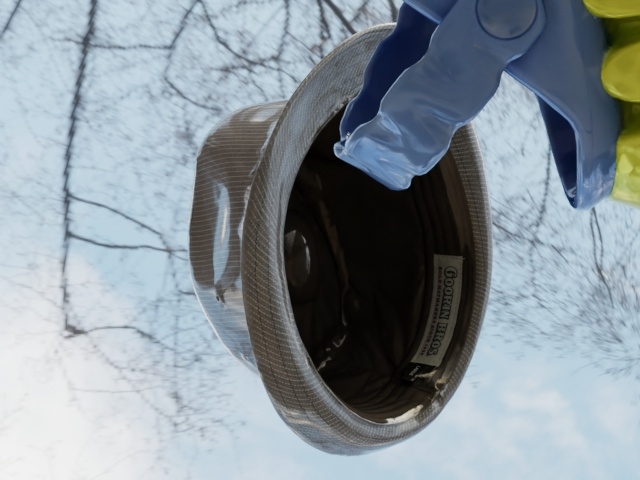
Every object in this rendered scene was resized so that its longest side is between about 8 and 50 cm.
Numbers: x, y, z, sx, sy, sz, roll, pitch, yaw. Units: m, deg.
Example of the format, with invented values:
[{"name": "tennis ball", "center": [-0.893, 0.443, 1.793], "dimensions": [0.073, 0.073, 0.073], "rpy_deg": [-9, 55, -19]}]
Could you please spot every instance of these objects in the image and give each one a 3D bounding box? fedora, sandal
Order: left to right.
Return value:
[{"name": "fedora", "center": [0.000, 0.000, 0.856], "dimensions": [0.124, 0.275, 0.243], "rpy_deg": [8, -134, 39]}, {"name": "sandal", "center": [0.042, -0.142, 0.480], "dimensions": [0.138, 0.126, 0.317], "rpy_deg": [-17, -80, 4]}]
